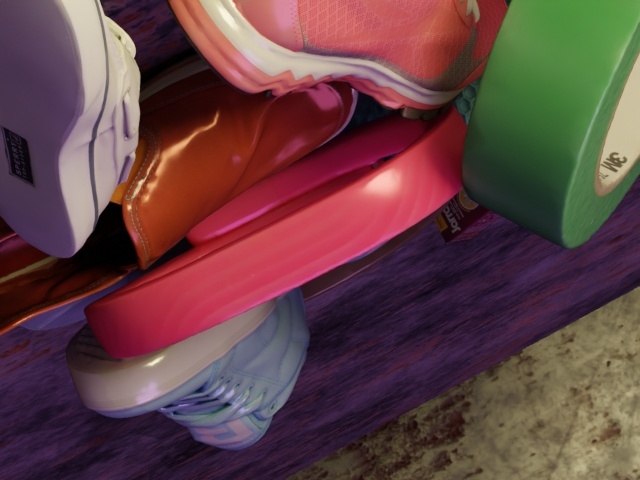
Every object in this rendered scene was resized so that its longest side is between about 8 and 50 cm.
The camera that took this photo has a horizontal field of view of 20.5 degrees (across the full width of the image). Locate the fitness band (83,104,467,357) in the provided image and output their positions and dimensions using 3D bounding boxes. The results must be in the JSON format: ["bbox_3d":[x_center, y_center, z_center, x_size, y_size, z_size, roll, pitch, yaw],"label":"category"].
[{"bbox_3d":[-0.027,-0.007,1.211,0.291,0.054,0.209,-27,-168,7],"label":"fitness band"}]

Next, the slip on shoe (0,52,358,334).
[{"bbox_3d":[-0.119,-0.030,1.172,0.331,0.101,0.123,-25,139,-10],"label":"slip on shoe"}]

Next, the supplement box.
[{"bbox_3d":[0.157,-0.041,1.831,0.043,0.055,0.083,-10,156,-49],"label":"supplement box"}]

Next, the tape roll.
[{"bbox_3d":[0.203,-0.151,1.151,0.321,0.077,0.321,-53,161,-27],"label":"tape roll"}]

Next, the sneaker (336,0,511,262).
[{"bbox_3d":[0.091,-0.089,1.396,0.319,0.127,0.208,-27,-179,43],"label":"sneaker"}]

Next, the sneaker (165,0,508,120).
[{"bbox_3d":[0.050,-0.155,1.083,0.136,0.116,0.314,-39,163,31],"label":"sneaker"}]

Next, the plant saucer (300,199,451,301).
[{"bbox_3d":[0.000,0.000,1.701,0.278,0.041,0.278,-26,167,-7],"label":"plant saucer"}]

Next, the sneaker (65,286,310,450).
[{"bbox_3d":[-0.079,0.103,1.403,0.135,0.150,0.366,-12,-173,21],"label":"sneaker"}]

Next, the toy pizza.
[{"bbox_3d":[-0.162,0.010,1.433,0.201,0.032,0.201,-29,169,-6],"label":"toy pizza"}]

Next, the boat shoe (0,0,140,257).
[{"bbox_3d":[-0.146,-0.091,1.001,0.084,0.095,0.258,-52,170,-29],"label":"boat shoe"}]
